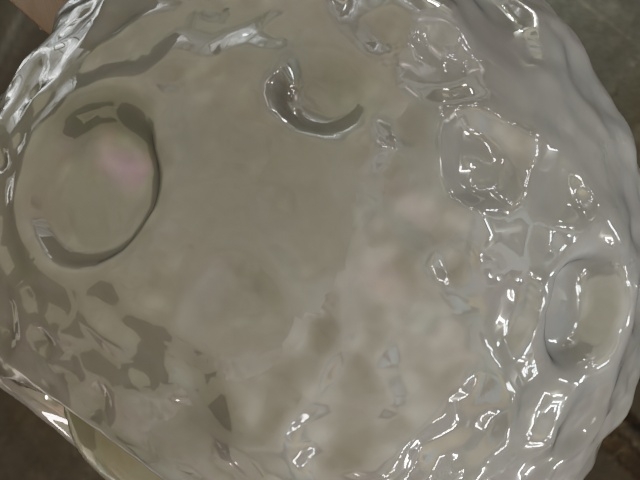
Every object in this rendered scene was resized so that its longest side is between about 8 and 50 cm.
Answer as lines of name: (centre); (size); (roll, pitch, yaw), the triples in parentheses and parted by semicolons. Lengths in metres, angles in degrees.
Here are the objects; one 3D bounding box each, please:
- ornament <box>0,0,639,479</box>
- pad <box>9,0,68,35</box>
ornament: (0.000, 0.000, 0.621); (0.337, 0.337, 0.337); (0, -90, 38)
pad: (-0.314, -0.322, 1.391); (0.284, 0.018, 0.286); (40, -24, 31)
